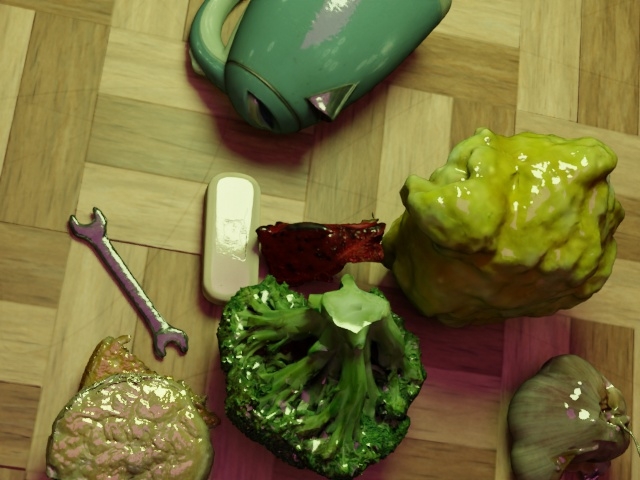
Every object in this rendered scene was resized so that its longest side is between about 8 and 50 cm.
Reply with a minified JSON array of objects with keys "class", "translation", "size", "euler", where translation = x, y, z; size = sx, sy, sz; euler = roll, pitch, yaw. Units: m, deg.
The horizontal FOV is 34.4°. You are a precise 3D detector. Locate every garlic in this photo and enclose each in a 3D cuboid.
[{"class":"garlic","translation":[0.396,0.295,1.492],"size":[0.207,0.207,0.256],"euler":[-42,51,-20]}]

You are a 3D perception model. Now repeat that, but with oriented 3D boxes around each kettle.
[{"class":"kettle","translation":[-0.030,-0.323,1.550],"size":[0.319,0.247,0.342],"euler":[34,76,30]}]

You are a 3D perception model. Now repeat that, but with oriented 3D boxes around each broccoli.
[{"class":"broccoli","translation":[0.003,0.162,1.390],"size":[0.308,0.275,0.308],"euler":[6,47,-6]}]

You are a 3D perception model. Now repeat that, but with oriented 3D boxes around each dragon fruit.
[{"class":"dragon fruit","translation":[0.006,-0.012,1.484],"size":[0.122,0.192,0.092],"euler":[59,36,-36]}]

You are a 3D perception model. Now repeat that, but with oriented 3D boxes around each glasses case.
[{"class":"glasses case","translation":[-0.131,-0.002,1.508],"size":[0.083,0.050,0.196],"euler":[4,74,-15]}]

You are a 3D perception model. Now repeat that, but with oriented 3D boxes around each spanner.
[{"class":"spanner","translation":[-0.272,0.061,1.473],"size":[0.054,0.015,0.254],"euler":[-34,85,-20]}]

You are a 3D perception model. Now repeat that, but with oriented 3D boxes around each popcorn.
[{"class":"popcorn","translation":[0.246,-0.001,1.447],"size":[0.293,0.334,0.292],"euler":[34,54,24]}]

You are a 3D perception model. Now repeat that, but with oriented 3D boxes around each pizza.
[{"class":"pizza","translation":[-0.235,0.231,1.415],"size":[0.199,0.062,0.188],"euler":[14,85,-15]}]

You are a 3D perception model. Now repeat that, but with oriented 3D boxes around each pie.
[{"class":"pie","translation":[-0.240,0.265,1.353],"size":[0.218,0.052,0.185],"euler":[28,83,-11]}]
